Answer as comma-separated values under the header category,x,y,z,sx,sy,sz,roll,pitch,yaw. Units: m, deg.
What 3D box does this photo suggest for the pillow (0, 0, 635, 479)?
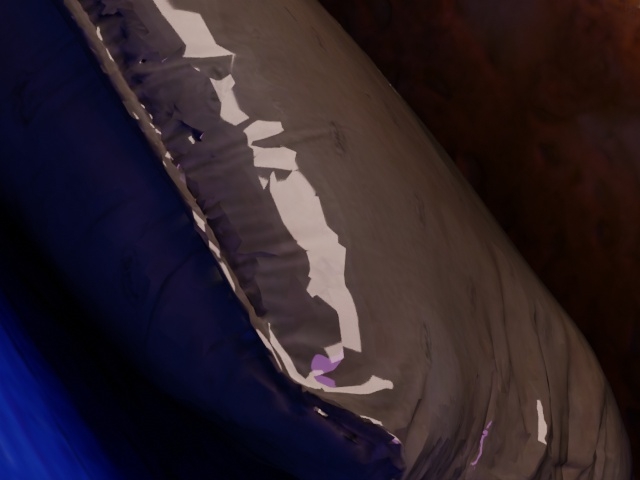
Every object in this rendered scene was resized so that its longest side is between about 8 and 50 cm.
category,x,y,z,sx,sy,sz,roll,pitch,yaw
pillow,0.000,0.000,0.468,0.185,0.075,0.302,54,7,20

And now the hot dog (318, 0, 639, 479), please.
category,x,y,z,sx,sy,sz,roll,pitch,yaw
hot dog,0.149,-0.004,0.656,0.223,0.185,0.405,-19,61,-41
